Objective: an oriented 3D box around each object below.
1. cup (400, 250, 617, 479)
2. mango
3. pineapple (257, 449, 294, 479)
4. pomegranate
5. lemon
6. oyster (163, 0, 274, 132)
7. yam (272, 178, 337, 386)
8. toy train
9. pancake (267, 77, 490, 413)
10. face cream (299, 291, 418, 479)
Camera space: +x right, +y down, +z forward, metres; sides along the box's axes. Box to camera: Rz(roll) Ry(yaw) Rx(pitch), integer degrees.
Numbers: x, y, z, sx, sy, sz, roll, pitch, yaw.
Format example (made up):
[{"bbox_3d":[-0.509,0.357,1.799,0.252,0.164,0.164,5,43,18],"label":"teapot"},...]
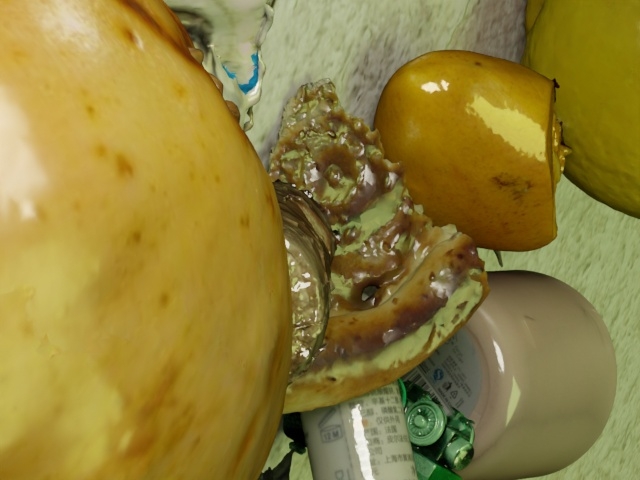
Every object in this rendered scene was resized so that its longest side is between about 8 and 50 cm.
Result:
[{"bbox_3d":[0.130,0.090,1.704,0.200,0.192,0.252,4,74,-59],"label":"cup"},{"bbox_3d":[0.128,-0.076,1.595,0.252,0.154,0.126,42,44,-54],"label":"mango"},{"bbox_3d":[-0.086,0.229,1.437,0.277,0.119,0.130,0,89,-64],"label":"pineapple"},{"bbox_3d":[-0.217,0.039,0.809,0.410,0.410,0.410,-42,142,-44],"label":"pomegranate"},{"bbox_3d":[0.344,-0.170,1.736,0.348,0.348,0.348,-42,142,-44],"label":"lemon"},{"bbox_3d":[-0.111,-0.095,1.181,0.214,0.083,0.223,-2,126,-60],"label":"oyster"},{"bbox_3d":[-0.054,0.032,1.253,0.238,0.128,0.129,-67,147,-84],"label":"yam"},{"bbox_3d":[0.044,0.154,1.569,0.071,0.178,0.104,29,92,-53],"label":"toy train"},{"bbox_3d":[0.000,0.000,1.429,0.266,0.057,0.244,-8,87,-23],"label":"pancake"},{"bbox_3d":[0.023,0.127,1.488,0.082,0.082,0.269,19,56,-64],"label":"face cream"}]
